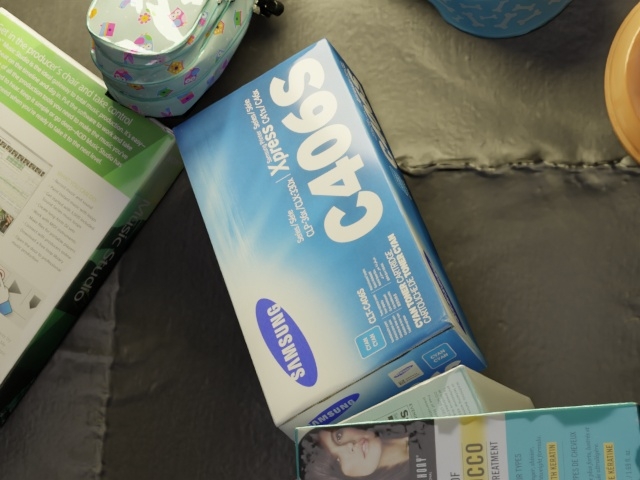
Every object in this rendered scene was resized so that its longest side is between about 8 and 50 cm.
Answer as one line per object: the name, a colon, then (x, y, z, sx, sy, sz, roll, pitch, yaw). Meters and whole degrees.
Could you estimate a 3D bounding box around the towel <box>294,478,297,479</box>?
towel: (-0.017, 0.284, 1.673, 0.197, 0.029, 0.144, -27, 72, 17)

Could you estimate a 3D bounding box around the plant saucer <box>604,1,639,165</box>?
plant saucer: (0.337, -0.139, 1.641, 0.200, 0.037, 0.200, -3, 79, 16)

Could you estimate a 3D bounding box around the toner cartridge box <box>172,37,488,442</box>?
toner cartridge box: (0.000, 0.000, 1.627, 0.165, 0.075, 0.348, -31, 49, 10)

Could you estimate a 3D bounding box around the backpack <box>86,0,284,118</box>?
backpack: (-0.136, -0.201, 1.734, 0.152, 0.115, 0.182, 14, 62, 24)

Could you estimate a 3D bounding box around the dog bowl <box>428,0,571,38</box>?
dog bowl: (0.098, -0.298, 1.723, 0.297, 0.074, 0.166, 30, 89, 19)

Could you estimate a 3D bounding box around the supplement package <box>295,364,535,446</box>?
supplement package: (0.117, 0.229, 1.520, 0.145, 0.262, 0.204, -26, 74, 11)

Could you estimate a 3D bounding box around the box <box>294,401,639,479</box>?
box: (0.107, 0.173, 1.361, 0.244, 0.060, 0.101, -6, 77, 13)

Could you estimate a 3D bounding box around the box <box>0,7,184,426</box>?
box: (-0.298, -0.022, 1.802, 0.232, 0.058, 0.322, 36, 93, 19)
